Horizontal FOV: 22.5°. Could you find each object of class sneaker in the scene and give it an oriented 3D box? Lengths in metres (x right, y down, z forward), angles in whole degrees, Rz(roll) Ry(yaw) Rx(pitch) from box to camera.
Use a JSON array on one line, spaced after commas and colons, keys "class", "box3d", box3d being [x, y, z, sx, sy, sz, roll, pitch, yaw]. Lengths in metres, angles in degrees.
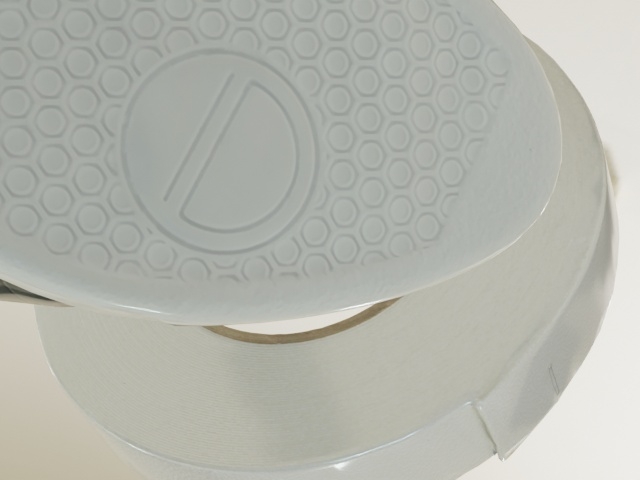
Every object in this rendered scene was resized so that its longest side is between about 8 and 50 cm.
[{"class": "sneaker", "box3d": [-0.099, -0.030, 0.389, 0.296, 0.147, 0.104, 2, -96, -14]}]

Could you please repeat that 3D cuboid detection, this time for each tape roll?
[{"class": "tape roll", "box3d": [0.000, 0.000, 1.062, 0.392, 0.072, 0.392, -11, -130, 13]}]
